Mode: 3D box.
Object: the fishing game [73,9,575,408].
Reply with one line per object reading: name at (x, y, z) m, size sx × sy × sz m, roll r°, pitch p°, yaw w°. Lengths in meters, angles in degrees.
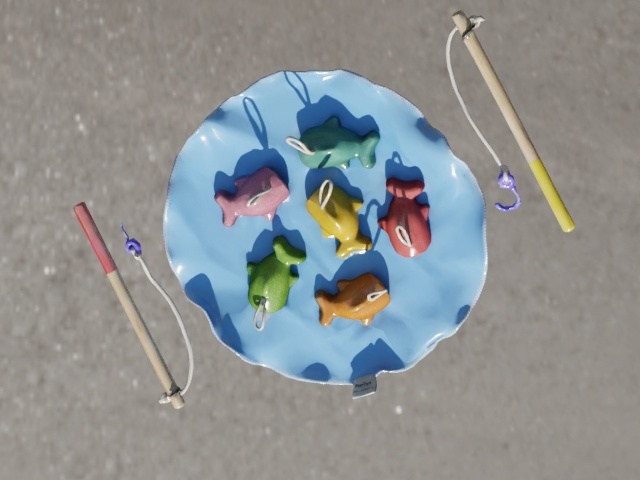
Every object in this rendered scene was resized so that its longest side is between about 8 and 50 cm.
fishing game at (0.000, 0.000, 0.851) m, size 0.264 × 0.041 × 0.189 m, roll -21°, pitch 103°, yaw 15°
